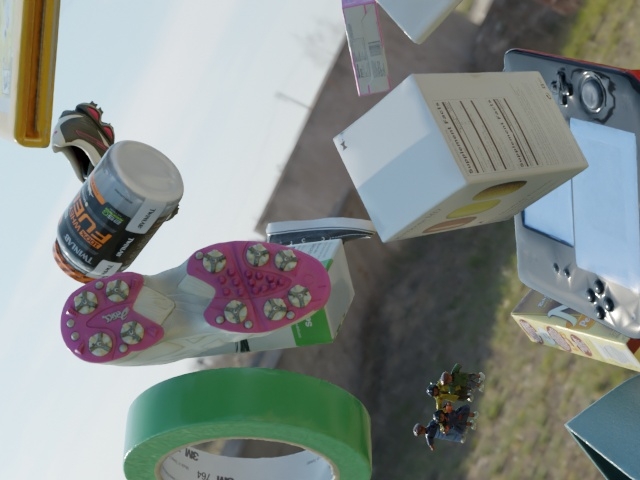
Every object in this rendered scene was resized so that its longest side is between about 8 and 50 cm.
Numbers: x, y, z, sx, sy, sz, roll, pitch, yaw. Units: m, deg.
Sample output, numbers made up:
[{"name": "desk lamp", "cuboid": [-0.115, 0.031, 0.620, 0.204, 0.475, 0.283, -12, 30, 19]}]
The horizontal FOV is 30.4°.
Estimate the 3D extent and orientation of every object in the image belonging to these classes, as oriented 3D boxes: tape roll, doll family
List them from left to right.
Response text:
[{"name": "tape roll", "cuboid": [-0.094, 0.272, 1.535, 0.321, 0.321, 0.077, 117, 159, -53]}, {"name": "doll family", "cuboid": [0.254, 0.335, 2.360, 0.076, 0.111, 0.193, -162, 79, -67]}]

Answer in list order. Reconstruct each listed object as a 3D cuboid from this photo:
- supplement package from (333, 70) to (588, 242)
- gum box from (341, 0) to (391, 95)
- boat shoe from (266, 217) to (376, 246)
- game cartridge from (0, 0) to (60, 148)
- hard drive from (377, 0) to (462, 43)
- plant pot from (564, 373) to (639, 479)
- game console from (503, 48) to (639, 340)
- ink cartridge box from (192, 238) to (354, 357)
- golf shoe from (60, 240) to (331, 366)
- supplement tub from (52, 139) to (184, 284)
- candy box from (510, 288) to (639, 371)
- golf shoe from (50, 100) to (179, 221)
[{"name": "supplement package", "cuboid": [0.159, -0.097, 1.314, 0.244, 0.133, 0.139, -10, -20, -46]}, {"name": "gum box", "cuboid": [0.083, -0.364, 2.146, 0.107, 0.062, 0.188, -92, -9, -57]}, {"name": "boat shoe", "cuboid": [0.000, 0.000, 2.211, 0.080, 0.229, 0.076, 16, -107, -66]}, {"name": "game cartridge", "cuboid": [-0.413, -0.277, 1.571, 0.324, 0.053, 0.285, 17, 103, 60]}, {"name": "hard drive", "cuboid": [0.200, -0.500, 1.909, 0.307, 0.203, 0.040, -46, -17, 22]}, {"name": "plant pot", "cuboid": [0.639, 0.363, 2.078, 0.252, 0.248, 0.247, -43, 29, -5]}, {"name": "game console", "cuboid": [0.379, -0.072, 1.697, 0.342, 0.060, 0.386, 26, 127, 57]}, {"name": "ink cartridge box", "cuboid": [-0.076, 0.074, 1.517, 0.153, 0.208, 0.086, -63, -38, -65]}, {"name": "golf shoe", "cuboid": [-0.141, 0.078, 1.362, 0.140, 0.306, 0.115, 95, 165, -71]}, {"name": "supplement tub", "cuboid": [-0.275, -0.033, 1.571, 0.190, 0.117, 0.117, -49, 9, 31]}, {"name": "candy box", "cuboid": [0.518, 0.121, 2.154, 0.183, 0.087, 0.316, -47, 26, -16]}, {"name": "golf shoe", "cuboid": [-0.368, -0.114, 2.076, 0.105, 0.273, 0.120, -30, 25, 35]}]
